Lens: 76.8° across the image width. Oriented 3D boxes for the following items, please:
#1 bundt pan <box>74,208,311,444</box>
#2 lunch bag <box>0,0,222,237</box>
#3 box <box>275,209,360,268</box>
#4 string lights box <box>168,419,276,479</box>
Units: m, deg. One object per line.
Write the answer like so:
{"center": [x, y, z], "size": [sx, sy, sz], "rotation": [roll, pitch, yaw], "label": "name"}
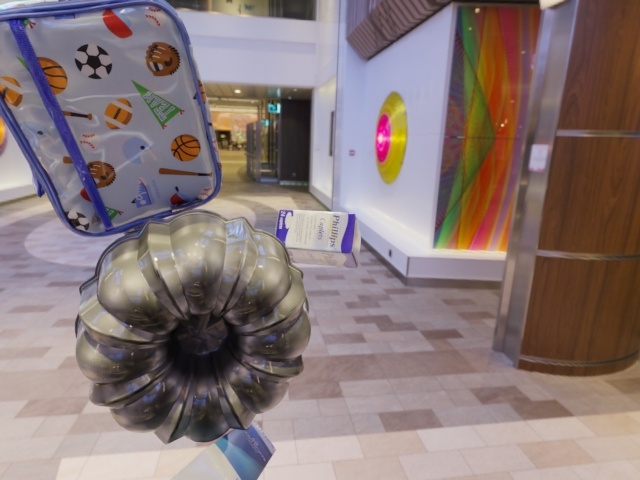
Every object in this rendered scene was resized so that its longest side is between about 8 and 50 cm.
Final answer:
{"center": [-0.157, 0.129, 0.543], "size": [0.330, 0.331, 0.124], "rotation": [-3, 15, -19], "label": "bundt pan"}
{"center": [-0.271, -0.148, 0.532], "size": [0.243, 0.303, 0.115], "rotation": [-20, 40, -21], "label": "lunch bag"}
{"center": [0.000, 0.000, 0.736], "size": [0.137, 0.072, 0.126], "rotation": [4, -14, 11], "label": "box"}
{"center": [-0.151, 0.339, 0.565], "size": [0.133, 0.077, 0.260], "rotation": [-40, -13, -9], "label": "string lights box"}
